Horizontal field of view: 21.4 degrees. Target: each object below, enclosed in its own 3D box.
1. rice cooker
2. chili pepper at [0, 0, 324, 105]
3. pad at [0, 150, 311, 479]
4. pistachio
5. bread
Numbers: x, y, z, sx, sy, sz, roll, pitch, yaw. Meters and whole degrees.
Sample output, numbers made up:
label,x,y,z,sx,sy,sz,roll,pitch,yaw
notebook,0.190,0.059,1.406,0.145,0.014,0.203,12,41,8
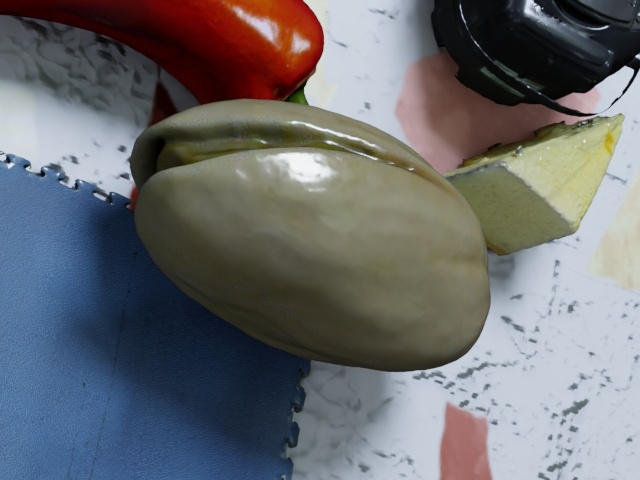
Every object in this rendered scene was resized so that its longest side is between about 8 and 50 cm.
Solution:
label,x,y,z,sx,sy,sz,roll,pitch,yaw
rice cooker,0.144,-0.170,1.035,0.142,0.118,0.203,30,63,-16
chili pepper,-0.125,-0.118,0.871,0.368,0.092,0.137,13,102,-30
pad,-0.124,0.101,0.862,0.269,0.012,0.269,23,68,-31
pistachio,0.000,0.000,0.886,0.226,0.136,0.135,25,67,-31
bread,0.128,-0.056,1.029,0.080,0.084,0.109,41,60,-25
